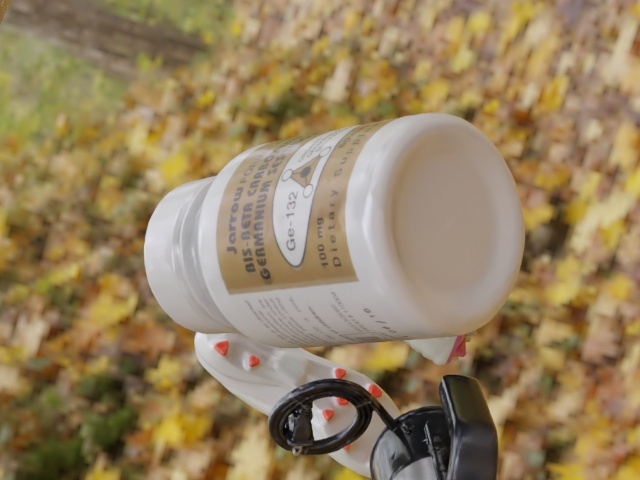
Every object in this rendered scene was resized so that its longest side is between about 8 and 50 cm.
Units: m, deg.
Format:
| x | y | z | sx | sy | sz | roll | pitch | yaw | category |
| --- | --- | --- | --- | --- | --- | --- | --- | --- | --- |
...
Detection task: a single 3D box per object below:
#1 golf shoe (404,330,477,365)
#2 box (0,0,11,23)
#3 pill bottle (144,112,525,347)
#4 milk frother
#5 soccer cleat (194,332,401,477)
| x | y | z | sx | sy | sz | roll | pitch | yaw | category |
| --- | --- | --- | --- | --- | --- | --- | --- | --- | --- |
| 0.040 | -0.011 | 1.377 | 0.306 | 0.140 | 0.115 | -120 | 51 | -75 | golf shoe |
| -0.222 | -0.188 | 0.931 | 0.059 | 0.183 | 0.232 | 118 | 173 | -66 | box |
| 0.000 | 0.000 | 1.163 | 0.229 | 0.131 | 0.131 | -8 | 64 | 47 | pill bottle |
| 0.044 | 0.156 | 1.169 | 0.134 | 0.143 | 0.129 | -98 | -1 | -66 | milk frother |
| -0.012 | 0.120 | 1.481 | 0.068 | 0.196 | 0.076 | -56 | 2 | -21 | soccer cleat |
